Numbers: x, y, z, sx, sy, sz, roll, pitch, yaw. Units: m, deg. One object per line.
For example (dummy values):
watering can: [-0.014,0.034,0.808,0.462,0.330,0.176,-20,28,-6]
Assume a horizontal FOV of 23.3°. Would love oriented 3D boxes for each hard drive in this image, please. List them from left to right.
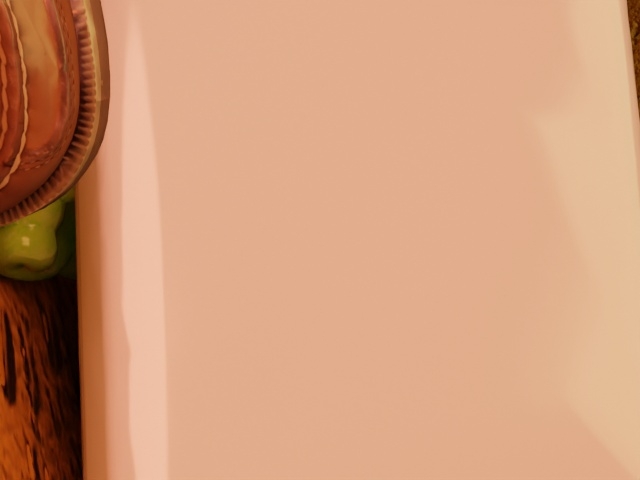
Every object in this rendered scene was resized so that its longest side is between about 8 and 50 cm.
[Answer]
hard drive: [0.025,0.038,0.579,0.047,0.233,0.353,-26,-116,61]

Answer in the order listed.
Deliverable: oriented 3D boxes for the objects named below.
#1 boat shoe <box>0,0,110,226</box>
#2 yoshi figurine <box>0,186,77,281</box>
boat shoe: [-0.155,-0.132,0.357,0.307,0.110,0.104,61,12,-8]
yoshi figurine: [-0.035,-0.030,0.661,0.203,0.203,0.362,38,31,-66]
